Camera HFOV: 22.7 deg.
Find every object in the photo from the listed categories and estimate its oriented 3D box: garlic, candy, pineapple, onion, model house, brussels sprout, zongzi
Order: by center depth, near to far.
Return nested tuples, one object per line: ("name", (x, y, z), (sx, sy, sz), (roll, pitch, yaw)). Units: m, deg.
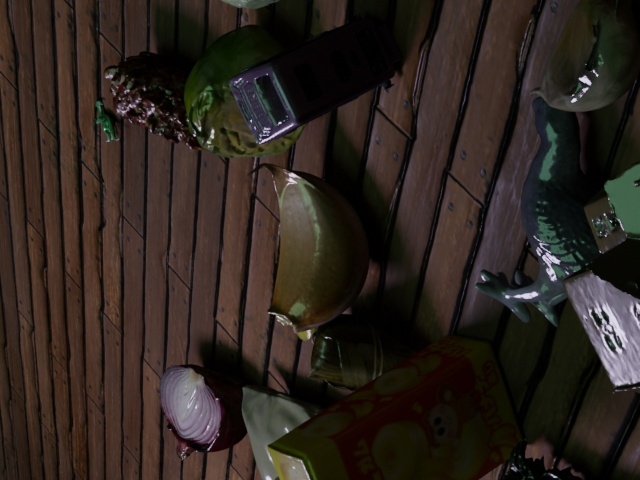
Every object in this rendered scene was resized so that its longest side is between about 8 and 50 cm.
("model house", (0.319, 0.002, 1.271), (0.176, 0.181, 0.248), (61, 158, 0))
("garlic", (0.242, -0.155, 1.402), (0.152, 0.066, 0.084), (109, 155, -45))
("pineapple", (0.268, 0.298, 1.736), (0.198, 0.108, 0.108), (42, 147, 40))
("candy", (0.089, 0.230, 1.783), (0.088, 0.276, 0.146), (8, 124, 56))
("brussels sprout", (-0.088, -0.179, 1.875), (0.149, 0.152, 0.122), (55, -162, -51))
("garlic", (-0.002, -0.001, 1.914), (0.115, 0.128, 0.206), (-36, -61, -74))
("zongzi", (0.080, 0.141, 1.968), (0.187, 0.184, 0.084), (-86, 7, -81))
("onion", (-0.166, 0.264, 2.437), (0.206, 0.098, 0.151), (34, 118, 52))

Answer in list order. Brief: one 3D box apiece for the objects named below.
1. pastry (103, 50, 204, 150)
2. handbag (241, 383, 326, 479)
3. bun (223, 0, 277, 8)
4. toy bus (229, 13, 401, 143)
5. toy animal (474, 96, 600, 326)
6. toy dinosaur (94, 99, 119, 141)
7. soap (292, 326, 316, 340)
("pastry", (-0.197, -0.183, 2.078), (0.208, 0.115, 0.097), (30, 128, 48))
("handbag", (0.003, 0.363, 2.239), (0.253, 0.109, 0.315), (7, 116, 53))
("bun", (-0.080, -0.348, 1.706), (0.195, 0.118, 0.195), (46, 155, 28))
("toy bus", (-0.001, -0.172, 1.677), (0.098, 0.178, 0.086), (-20, 98, 50))
("toy animal", (0.247, 0.023, 1.517), (0.206, 0.081, 0.367), (-30, 87, 45))
("toy dinosaur", (-0.317, -0.179, 2.376), (0.083, 0.021, 0.062), (6, 108, 59))
("soap", (-0.025, 0.053, 2.074), (0.168, 0.033, 0.089), (91, 155, -45))
